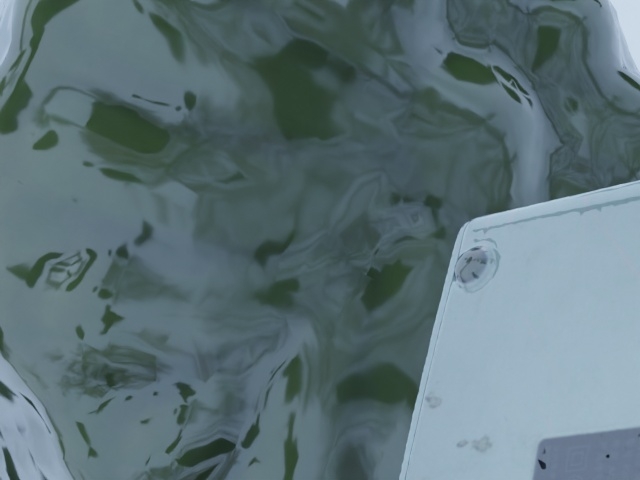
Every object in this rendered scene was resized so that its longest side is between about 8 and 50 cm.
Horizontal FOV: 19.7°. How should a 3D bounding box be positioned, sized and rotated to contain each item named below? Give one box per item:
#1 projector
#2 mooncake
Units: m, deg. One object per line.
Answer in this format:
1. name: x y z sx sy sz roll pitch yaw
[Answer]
1. projector: 0.065 0.059 0.327 0.115 0.147 0.061 -12 145 44
2. mooncake: 0.000 0.000 0.832 0.356 0.194 0.356 4 80 -24
